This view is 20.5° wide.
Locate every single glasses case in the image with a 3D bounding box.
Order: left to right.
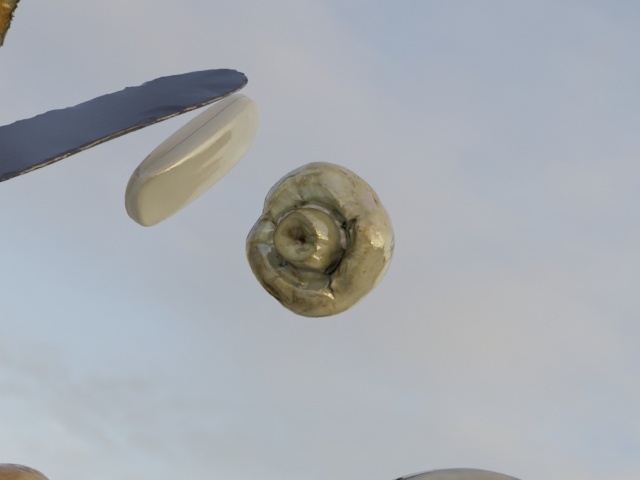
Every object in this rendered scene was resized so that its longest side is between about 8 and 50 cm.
[{"bbox_3d":[-0.139,-0.089,1.951,0.051,0.204,0.081,29,-40,28],"label":"glasses case"}]

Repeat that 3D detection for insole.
[{"bbox_3d":[-0.180,-0.060,1.088,0.111,0.328,0.007,19,-57,48],"label":"insole"}]

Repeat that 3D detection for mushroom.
[{"bbox_3d":[0.000,0.000,1.665,0.148,0.148,0.112,8,5,25],"label":"mushroom"}]

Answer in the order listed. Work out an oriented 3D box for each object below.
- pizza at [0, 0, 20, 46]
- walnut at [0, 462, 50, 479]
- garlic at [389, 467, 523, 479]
[{"bbox_3d":[-0.328,-0.186,1.503,0.184,0.176,0.036,42,0,-21],"label":"pizza"},{"bbox_3d":[-0.399,0.343,2.091,0.197,0.165,0.165,0,-23,-4],"label":"walnut"},{"bbox_3d":[0.077,0.294,1.255,0.313,0.249,0.286,-4,-57,-27],"label":"garlic"}]
